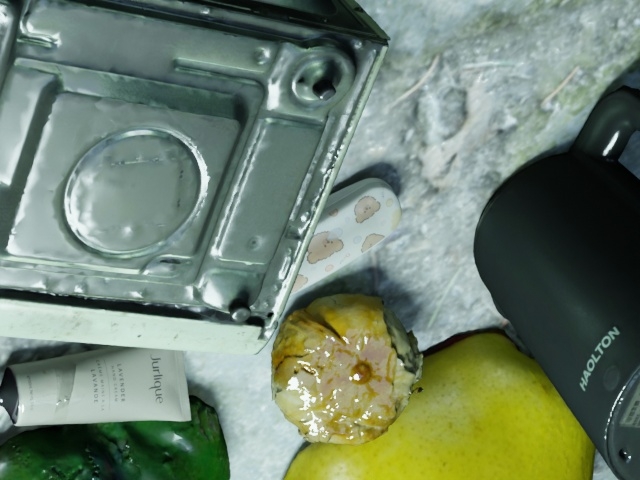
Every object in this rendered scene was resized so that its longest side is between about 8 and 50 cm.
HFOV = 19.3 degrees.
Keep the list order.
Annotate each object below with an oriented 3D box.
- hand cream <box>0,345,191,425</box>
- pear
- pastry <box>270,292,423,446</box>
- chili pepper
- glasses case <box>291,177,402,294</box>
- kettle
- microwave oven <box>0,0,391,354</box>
[{"bbox_3d":[-0.209,0.133,1.722,0.186,0.054,0.087,-6,87,-23],"label":"hand cream"},{"bbox_3d":[0.141,0.300,1.927,0.340,0.191,0.386,24,110,-37],"label":"pear"},{"bbox_3d":[0.022,0.123,1.805,0.153,0.081,0.153,-3,110,-9],"label":"pastry"},{"bbox_3d":[-0.202,0.239,1.760,0.264,0.116,0.148,-10,121,-21],"label":"chili pepper"},{"bbox_3d":[0.000,0.000,1.743,0.164,0.041,0.063,-31,130,-5],"label":"glasses case"},{"bbox_3d":[0.280,0.040,1.737,0.203,0.308,0.262,-17,129,-14],"label":"kettle"},{"bbox_3d":[-0.196,-0.094,1.448,0.394,0.247,0.333,7,120,-30],"label":"microwave oven"}]
